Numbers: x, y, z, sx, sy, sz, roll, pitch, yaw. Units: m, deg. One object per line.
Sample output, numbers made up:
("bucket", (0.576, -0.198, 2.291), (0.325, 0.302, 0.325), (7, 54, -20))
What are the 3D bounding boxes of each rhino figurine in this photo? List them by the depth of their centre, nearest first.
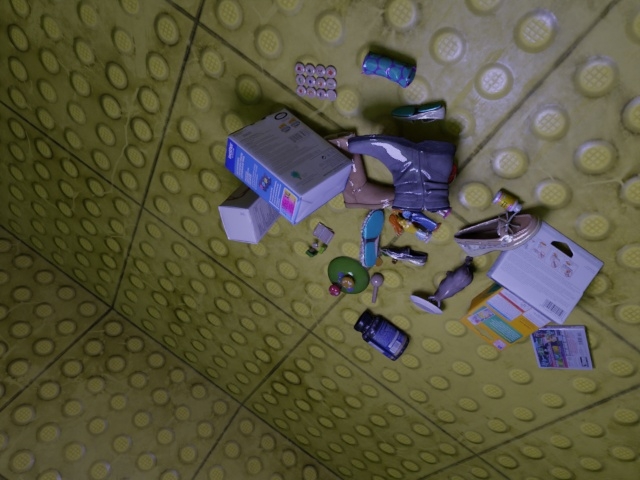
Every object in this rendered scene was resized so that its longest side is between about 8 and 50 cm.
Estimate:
("rhino figurine", (0.469, 0.163, 1.788), (0.073, 0.106, 0.243), (37, 133, 0))

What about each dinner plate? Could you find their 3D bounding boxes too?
("dinner plate", (0.404, 0.254, 1.905), (0.141, 0.017, 0.141), (29, 169, 6))

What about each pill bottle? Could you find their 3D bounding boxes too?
("pill bottle", (0.587, -0.119, 1.548), (0.083, 0.043, 0.043), (30, 133, 6))
("pill bottle", (0.254, 0.396, 2.078), (0.219, 0.123, 0.123), (36, 134, 1))

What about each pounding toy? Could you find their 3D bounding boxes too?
("pounding toy", (0.120, 0.179, 1.995), (0.237, 0.110, 0.183), (24, 133, 12))

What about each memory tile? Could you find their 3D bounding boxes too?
("memory tile", (-0.015, -0.516, 1.606), (0.148, 0.012, 0.113), (14, 130, 20))

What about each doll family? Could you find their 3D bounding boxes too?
("doll family", (0.310, -0.072, 1.638), (0.163, 0.118, 0.263), (31, 159, 5))

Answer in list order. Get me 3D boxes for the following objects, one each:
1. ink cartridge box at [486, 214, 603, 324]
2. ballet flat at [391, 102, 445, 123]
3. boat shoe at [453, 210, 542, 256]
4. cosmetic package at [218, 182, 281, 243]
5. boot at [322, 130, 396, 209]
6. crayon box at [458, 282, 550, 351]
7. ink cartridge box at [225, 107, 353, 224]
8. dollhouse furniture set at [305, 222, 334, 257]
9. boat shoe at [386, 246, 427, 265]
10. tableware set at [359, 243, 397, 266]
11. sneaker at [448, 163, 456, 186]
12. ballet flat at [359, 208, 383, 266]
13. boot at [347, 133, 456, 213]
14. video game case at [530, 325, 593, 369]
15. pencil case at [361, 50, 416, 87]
("ink cartridge box", (0.714, 0.093, 1.579), (0.275, 0.060, 0.239), (35, 89, 1))
("ballet flat", (0.296, -0.380, 1.507), (0.168, 0.057, 0.052), (1, 134, 29))
("boat shoe", (0.560, -0.023, 1.576), (0.089, 0.104, 0.285), (37, 141, -22))
("cosmetic package", (-0.231, -0.136, 1.823), (0.129, 0.296, 0.153), (7, 127, 23))
("boot", (0.138, -0.239, 1.682), (0.236, 0.089, 0.269), (-3, 121, 31))
("crayon box", (0.676, 0.242, 1.748), (0.203, 0.083, 0.323), (38, 133, 0))
("ink cartridge box", (-0.128, -0.272, 1.638), (0.395, 0.270, 0.151), (42, 143, 16))
("dollhouse furniture set", (0.000, 0.000, 1.986), (0.076, 0.058, 0.152), (36, 115, 10))
("boat shoe", (0.320, 0.048, 1.825), (0.152, 0.056, 0.049), (15, 122, 4))
("tableware set", (0.223, 0.066, 1.910), (0.154, 0.024, 0.104), (5, 126, 26))
("sneaker", (0.306, -0.264, 1.580), (0.279, 0.107, 0.118), (27, 114, 5))
("ballet flat", (0.177, -0.016, 1.831), (0.091, 0.077, 0.241), (-2, 115, -22))
("boot", (0.234, -0.198, 1.494), (0.338, 0.118, 0.223), (9, 98, 13))
("video game case", (0.873, 0.389, 1.792), (0.183, 0.023, 0.201), (-7, 121, 33))
("pencil case", (0.201, -0.503, 1.458), (0.151, 0.064, 0.070), (24, 116, 12))
